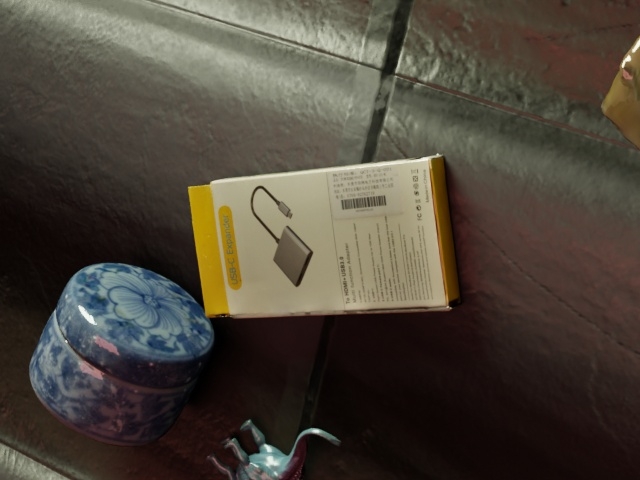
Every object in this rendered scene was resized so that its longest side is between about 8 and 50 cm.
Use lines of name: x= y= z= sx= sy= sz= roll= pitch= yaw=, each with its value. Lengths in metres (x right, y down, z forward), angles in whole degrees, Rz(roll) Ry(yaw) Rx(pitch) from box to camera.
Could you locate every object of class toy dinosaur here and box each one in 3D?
toy dinosaur: x=-0.056 y=0.208 z=1.203 sx=0.197 sy=0.045 sz=0.080 roll=-38 pitch=92 yaw=37

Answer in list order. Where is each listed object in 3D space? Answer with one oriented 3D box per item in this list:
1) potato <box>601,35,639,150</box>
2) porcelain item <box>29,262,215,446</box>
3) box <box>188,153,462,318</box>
potato: x=0.329 y=-0.115 z=0.748 sx=0.211 sy=0.264 sz=0.189 roll=43 pitch=127 yaw=26
porcelain item: x=-0.177 y=0.099 z=1.194 sx=0.147 sy=0.147 sz=0.114 roll=40 pitch=116 yaw=19
box: x=0.000 y=0.000 z=1.139 sx=0.247 sy=0.033 sz=0.129 roll=-3 pitch=98 yaw=31
